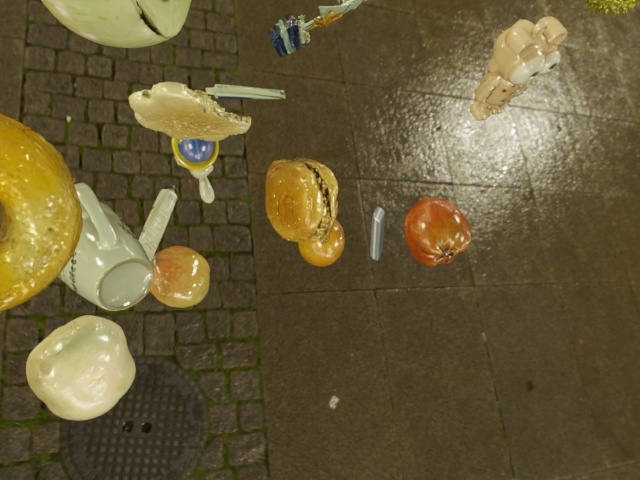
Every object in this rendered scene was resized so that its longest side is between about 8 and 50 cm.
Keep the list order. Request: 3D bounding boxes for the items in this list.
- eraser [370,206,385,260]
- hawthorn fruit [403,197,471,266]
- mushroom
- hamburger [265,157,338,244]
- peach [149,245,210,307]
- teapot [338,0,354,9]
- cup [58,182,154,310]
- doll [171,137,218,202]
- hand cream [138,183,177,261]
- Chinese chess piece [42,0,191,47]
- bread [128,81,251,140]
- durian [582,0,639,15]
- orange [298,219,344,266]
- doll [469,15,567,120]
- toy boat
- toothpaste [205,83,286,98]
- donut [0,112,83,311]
[{"bbox_3d":[0.229,-0.025,2.027,0.036,0.225,0.082,12,43,15],"label":"eraser"},{"bbox_3d":[0.311,-0.026,1.377,0.189,0.189,0.189,7,68,-19],"label":"hawthorn fruit"},{"bbox_3d":[-0.595,0.302,1.264,0.254,0.234,0.260,26,91,-44],"label":"mushroom"},{"bbox_3d":[-0.034,-0.066,0.852,0.083,0.147,0.138,-18,121,-34],"label":"hamburger"},{"bbox_3d":[-0.484,0.113,1.708,0.232,0.232,0.232,7,68,-19],"label":"peach"},{"bbox_3d":[0.131,-0.839,1.557,0.163,0.221,0.178,-29,96,-12],"label":"teapot"},{"bbox_3d":[-0.483,0.009,1.102,0.186,0.258,0.234,-27,44,-37],"label":"cup"},{"bbox_3d":[-0.462,-0.292,1.862,0.159,0.242,0.311,-11,88,-27],"label":"doll"},{"bbox_3d":[-0.451,-0.055,1.410,0.050,0.080,0.234,1,56,17],"label":"hand cream"},{"bbox_3d":[-0.283,-0.457,0.714,0.146,0.349,0.349,5,67,4],"label":"Chinese chess piece"},{"bbox_3d":[-0.266,-0.244,1.018,0.251,0.182,0.039,12,70,-61],"label":"bread"},{"bbox_3d":[0.626,-0.565,1.066,0.198,0.159,0.146,10,51,-51],"label":"durian"},{"bbox_3d":[0.000,0.000,1.511,0.124,0.156,0.156,2,69,-28],"label":"orange"},{"bbox_3d":[0.418,-0.365,1.103,0.154,0.278,0.119,-28,74,-6],"label":"doll"},{"bbox_3d":[0.018,-0.520,1.153,0.291,0.220,0.067,-29,99,7],"label":"toy boat"},{"bbox_3d":[-0.252,-0.502,1.718,0.268,0.069,0.047,-1,97,-10],"label":"toothpaste"},{"bbox_3d":[-0.425,-0.033,0.598,0.277,0.108,0.277,-4,99,-29],"label":"donut"}]
